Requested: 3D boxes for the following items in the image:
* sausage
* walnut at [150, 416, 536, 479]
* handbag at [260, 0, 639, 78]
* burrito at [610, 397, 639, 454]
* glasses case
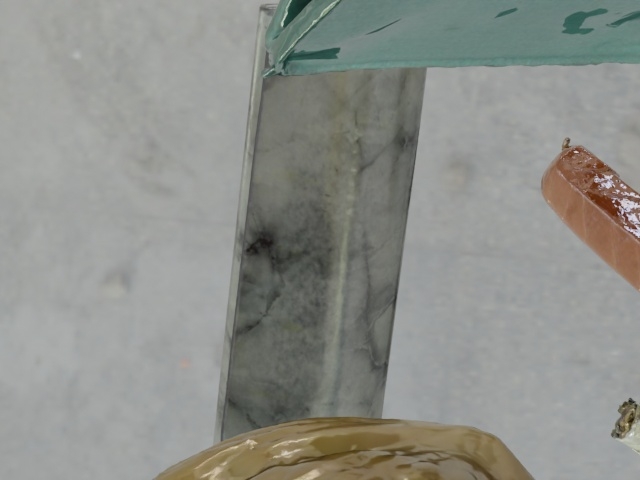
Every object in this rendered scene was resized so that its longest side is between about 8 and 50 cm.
[{"bbox_3d":[0.234,-0.018,1.380,0.169,0.065,0.065,46,118,31],"label":"sausage"},{"bbox_3d":[0.001,0.237,0.820,0.333,0.333,0.333,-5,83,45],"label":"walnut"},{"bbox_3d":[0.131,-0.153,0.681,0.274,0.269,0.100,-32,66,59],"label":"handbag"},{"bbox_3d":[0.287,0.161,1.354,0.041,0.185,0.045,12,82,47],"label":"burrito"},{"bbox_3d":[0.000,0.000,1.122,0.060,0.114,0.299,-135,50,-70],"label":"glasses case"}]
